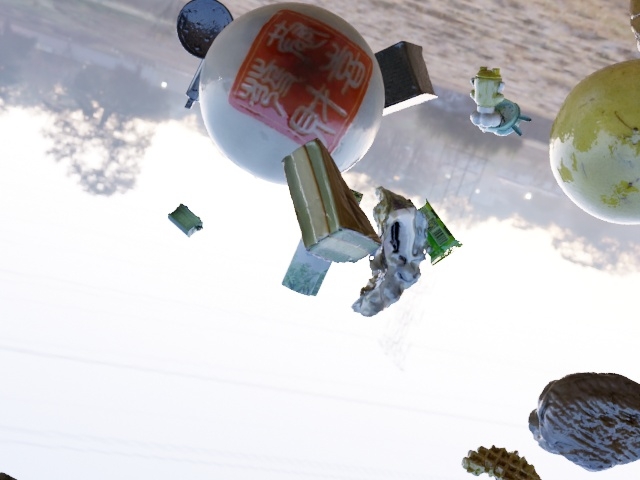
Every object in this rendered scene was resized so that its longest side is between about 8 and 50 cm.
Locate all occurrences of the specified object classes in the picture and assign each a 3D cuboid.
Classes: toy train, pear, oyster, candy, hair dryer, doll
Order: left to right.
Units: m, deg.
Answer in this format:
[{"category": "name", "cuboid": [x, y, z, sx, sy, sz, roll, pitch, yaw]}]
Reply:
[{"category": "toy train", "cuboid": [-0.336, -0.050, 1.813, 0.093, 0.038, 0.056, 39, -119, 19]}, {"category": "hair dryer", "cuboid": [-0.300, -0.499, 2.023, 0.155, 0.284, 0.320, 13, -173, 3]}, {"category": "oyster", "cuboid": [0.177, 0.028, 1.910, 0.114, 0.352, 0.237, 14, -154, 42]}, {"category": "candy", "cuboid": [0.302, -0.023, 1.996, 0.178, 0.102, 0.032, 58, -166, 30]}, {"category": "doll", "cuboid": [0.437, -0.372, 1.907, 0.062, 0.163, 0.106, -17, -152, -36]}, {"category": "pear", "cuboid": [0.647, -0.200, 1.496, 0.348, 0.349, 0.348, 18, -169, -3]}]

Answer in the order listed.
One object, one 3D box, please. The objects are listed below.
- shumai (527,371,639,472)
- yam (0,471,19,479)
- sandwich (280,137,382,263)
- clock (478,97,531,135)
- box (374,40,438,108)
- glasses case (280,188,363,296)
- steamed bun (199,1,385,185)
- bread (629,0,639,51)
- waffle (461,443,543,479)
[{"category": "shumai", "cuboid": [0.501, 0.321, 1.358, 0.217, 0.184, 0.185, -11, -173, 2]}, {"category": "yam", "cuboid": [-0.426, 0.356, 0.873, 0.107, 0.107, 0.183, 21, -154, 15]}, {"category": "sandwich", "cuboid": [0.016, -0.056, 1.092, 0.113, 0.079, 0.163, 25, -139, -53]}, {"category": "clock", "cuboid": [0.496, -0.325, 1.951, 0.041, 0.101, 0.135, 34, -179, -41]}, {"category": "box", "cuboid": [0.141, -0.392, 1.869, 0.273, 0.143, 0.184, -17, -177, 23]}, {"category": "glasses case", "cuboid": [0.000, 0.000, 1.633, 0.095, 0.272, 0.062, 23, -150, -1]}, {"category": "steamed bun", "cuboid": [-0.046, -0.297, 1.421, 0.374, 0.375, 0.241, 16, 166, -13]}, {"category": "bread", "cuboid": [0.667, -0.384, 1.286, 0.142, 0.195, 0.270, 20, -131, -42]}, {"category": "waffle", "cuboid": [0.421, 0.546, 1.664, 0.148, 0.051, 0.194, -13, -145, -16]}]
